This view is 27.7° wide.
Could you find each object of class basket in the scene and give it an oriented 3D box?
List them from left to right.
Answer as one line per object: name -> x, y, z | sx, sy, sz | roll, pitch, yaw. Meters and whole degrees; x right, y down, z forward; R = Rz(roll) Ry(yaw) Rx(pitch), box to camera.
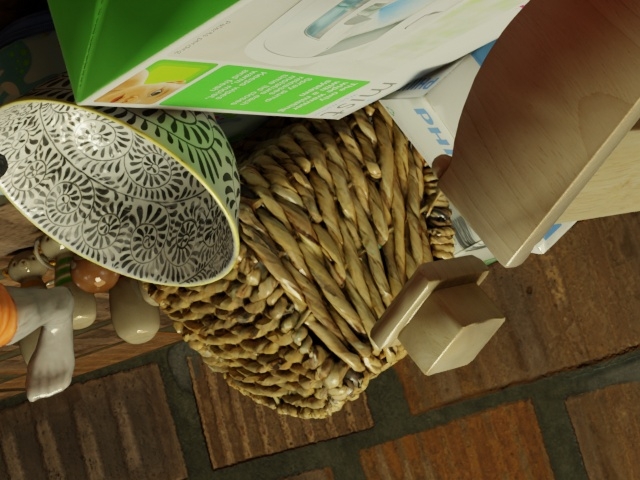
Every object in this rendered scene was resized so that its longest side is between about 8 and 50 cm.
basket -> 0.000, 0.000, 1.048 | 0.223, 0.213, 0.299 | -42, -167, -20

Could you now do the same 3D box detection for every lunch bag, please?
lunch bag -> -0.147, -0.101, 0.932 | 0.219, 0.090, 0.176 | -8, 168, -39

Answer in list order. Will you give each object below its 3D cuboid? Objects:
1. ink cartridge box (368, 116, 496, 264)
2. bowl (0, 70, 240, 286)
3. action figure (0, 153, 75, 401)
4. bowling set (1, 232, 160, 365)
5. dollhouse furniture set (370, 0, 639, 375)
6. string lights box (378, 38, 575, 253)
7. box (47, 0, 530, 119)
ink cartridge box -> 0.128, -0.097, 1.059 | 0.121, 0.211, 0.289 | -13, 171, -24
bowl -> -0.112, -0.053, 0.793 | 0.170, 0.080, 0.170 | 18, 148, 12
action figure -> -0.271, -0.050, 0.606 | 0.178, 0.341, 0.330 | -53, 167, -14
bowling set -> -0.229, 0.017, 1.463 | 0.287, 0.154, 0.200 | -14, 152, -8
dollhouse furniture set -> 0.178, -0.131, 0.631 | 0.303, 0.174, 0.355 | -6, 140, -47
string lights box -> 0.181, -0.127, 0.854 | 0.259, 0.133, 0.077 | -42, -163, -11
box -> 0.020, -0.173, 0.692 | 0.262, 0.127, 0.231 | -24, 166, 36
